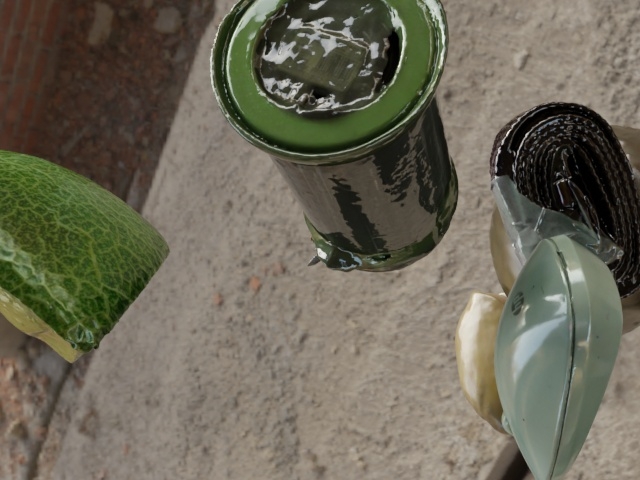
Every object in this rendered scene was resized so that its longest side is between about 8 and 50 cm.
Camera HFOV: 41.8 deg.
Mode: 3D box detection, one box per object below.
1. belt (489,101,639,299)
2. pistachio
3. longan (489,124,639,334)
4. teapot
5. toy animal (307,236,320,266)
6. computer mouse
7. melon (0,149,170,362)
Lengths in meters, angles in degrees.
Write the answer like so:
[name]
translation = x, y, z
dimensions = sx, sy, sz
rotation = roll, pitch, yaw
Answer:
[belt]
translation = 0.343, -0.048, 1.156
dimensions = 0.184, 0.164, 0.289
rotation = -22, 91, 3
[pistachio]
translation = 0.365, 0.248, 1.711
dimensions = 0.181, 0.162, 0.293
rotation = -22, 63, 47
[longan]
translation = 0.526, -0.024, 1.585
dimensions = 0.436, 0.404, 0.404
rotation = -43, 60, 46
[teapot]
translation = 0.051, -0.124, 0.838
dimensions = 0.200, 0.337, 0.270
rotation = 22, 75, 20
[toy animal]
translation = -0.001, 0.000, 1.339
dimensions = 0.028, 0.050, 0.084
rotation = 20, 69, 26
[computer mouse]
translation = 0.231, 0.128, 0.884
dimensions = 0.159, 0.097, 0.288
rotation = -94, 9, -51
[melon]
translation = -0.378, -0.004, 0.994
dimensions = 0.343, 0.331, 0.226
rotation = 37, 115, -10
